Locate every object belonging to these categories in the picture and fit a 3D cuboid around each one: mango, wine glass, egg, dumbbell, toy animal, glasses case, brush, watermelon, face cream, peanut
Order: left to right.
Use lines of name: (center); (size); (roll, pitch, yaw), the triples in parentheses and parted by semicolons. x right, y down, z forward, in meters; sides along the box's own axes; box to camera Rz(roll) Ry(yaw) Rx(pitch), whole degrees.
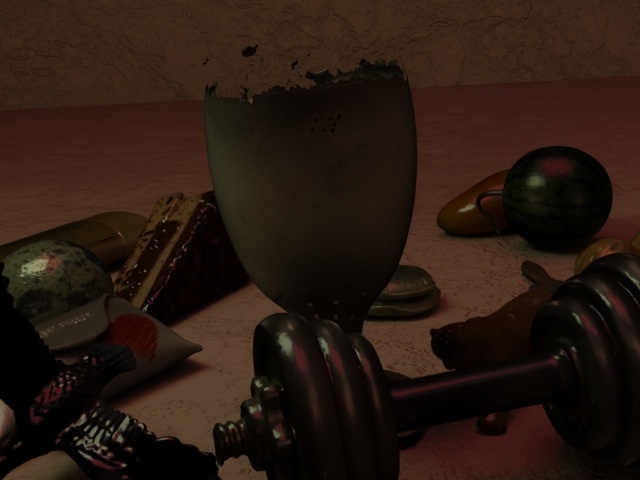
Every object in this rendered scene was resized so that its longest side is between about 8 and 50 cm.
egg: (-0.320, 0.071, 1.262); (0.172, 0.132, 0.132); (-25, 22, -21)
toy animal: (-0.227, 0.165, 0.954); (0.272, 0.197, 0.160); (39, 0, 1)
face cream: (-0.374, 0.019, 1.584); (0.139, 0.067, 0.285); (9, 21, 38)
glasses case: (-0.261, 0.127, 1.128); (0.128, 0.083, 0.308); (6, 19, 37)
wine glass: (0.003, 0.003, 0.989); (0.191, 0.356, 0.190); (-7, 14, 2)
dumbbell: (0.117, 0.119, 0.863); (0.406, 0.179, 0.179); (-9, 16, -14)
mango: (0.260, -0.056, 1.625); (0.184, 0.084, 0.102); (-15, 17, -14)
toy animal: (0.173, 0.102, 1.048); (0.219, 0.101, 0.103); (-18, 21, -38)
watermelon: (0.303, -0.059, 1.516); (0.187, 0.140, 0.141); (3, 17, 20)
brush: (0.276, 0.052, 1.345); (0.070, 0.021, 0.196); (-5, 15, -5)
peanut: (0.357, 0.036, 1.225); (0.229, 0.103, 0.098); (-15, 6, -40)

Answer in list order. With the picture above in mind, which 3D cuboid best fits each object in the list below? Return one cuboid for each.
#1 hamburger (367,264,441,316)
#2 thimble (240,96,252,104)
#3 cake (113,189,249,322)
hamburger: (0.088, 0.061, 1.318); (0.121, 0.054, 0.084); (0, 13, -8)
thimble: (-0.054, -0.121, 1.704); (0.150, 0.218, 0.219); (4, 17, 18)
cake: (-0.181, 0.059, 1.431); (0.112, 0.135, 0.246); (-9, 40, 32)
